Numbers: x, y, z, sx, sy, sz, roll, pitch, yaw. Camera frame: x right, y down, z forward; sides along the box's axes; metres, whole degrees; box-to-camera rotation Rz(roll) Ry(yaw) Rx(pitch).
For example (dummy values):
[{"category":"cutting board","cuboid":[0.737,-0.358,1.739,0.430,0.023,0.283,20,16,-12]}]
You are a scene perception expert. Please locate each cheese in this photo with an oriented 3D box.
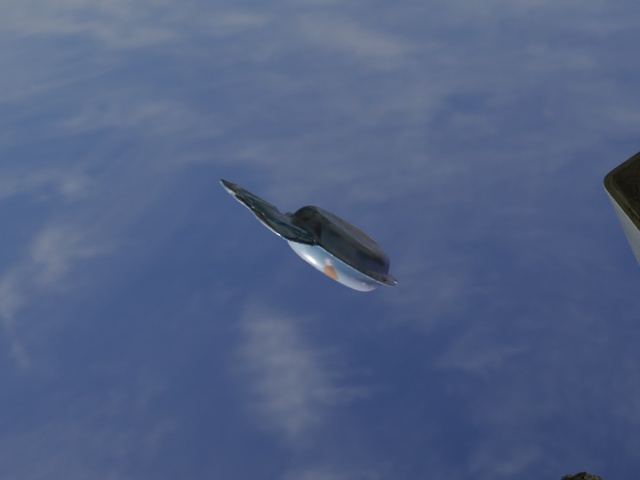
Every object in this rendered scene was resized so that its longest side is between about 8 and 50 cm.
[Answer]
[{"category":"cheese","cuboid":[0.000,0.000,1.268,0.135,0.244,0.052,39,-80,40]}]

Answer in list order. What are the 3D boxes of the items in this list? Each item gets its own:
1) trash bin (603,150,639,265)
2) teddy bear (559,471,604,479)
[{"category":"trash bin","cuboid":[0.455,-0.001,1.475,0.122,0.240,0.164,-34,-122,4]},{"category":"teddy bear","cuboid":[0.391,0.362,1.534,0.111,0.213,0.133,-38,178,-11]}]
